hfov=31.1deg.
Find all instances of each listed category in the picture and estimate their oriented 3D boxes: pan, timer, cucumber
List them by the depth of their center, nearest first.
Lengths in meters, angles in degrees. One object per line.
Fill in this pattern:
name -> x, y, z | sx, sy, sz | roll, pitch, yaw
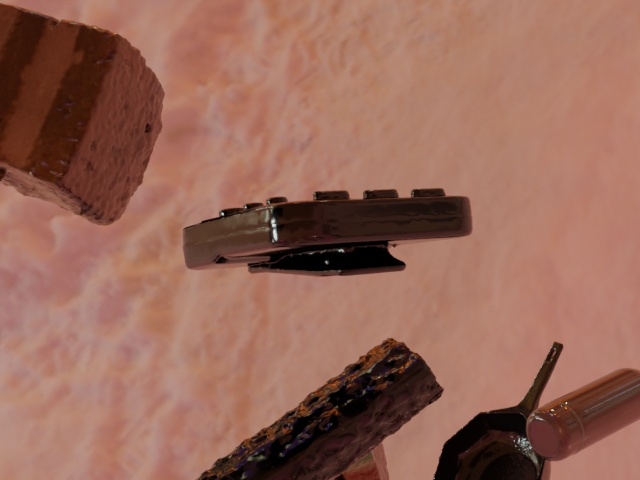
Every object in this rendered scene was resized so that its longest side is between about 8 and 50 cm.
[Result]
timer -> 0.000, 0.000, 0.791 | 0.187, 0.144, 0.055 | -10, 83, 62
cucumber -> -0.031, 0.180, 0.909 | 0.300, 0.072, 0.072 | -34, 40, -21
pan -> 0.207, 0.215, 1.168 | 0.202, 0.048, 0.128 | -43, 39, 9

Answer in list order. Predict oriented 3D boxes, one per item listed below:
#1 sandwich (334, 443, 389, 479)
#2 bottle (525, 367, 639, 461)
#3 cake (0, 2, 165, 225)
sandwich -> 0.035, 0.298, 1.493 | 0.109, 0.292, 0.212 | -21, 70, 6
bottle -> 0.256, 0.163, 1.085 | 0.140, 0.053, 0.053 | -17, 30, -36
cake -> -0.350, -0.153, 1.319 | 0.293, 0.199, 0.196 | 17, 82, 12
